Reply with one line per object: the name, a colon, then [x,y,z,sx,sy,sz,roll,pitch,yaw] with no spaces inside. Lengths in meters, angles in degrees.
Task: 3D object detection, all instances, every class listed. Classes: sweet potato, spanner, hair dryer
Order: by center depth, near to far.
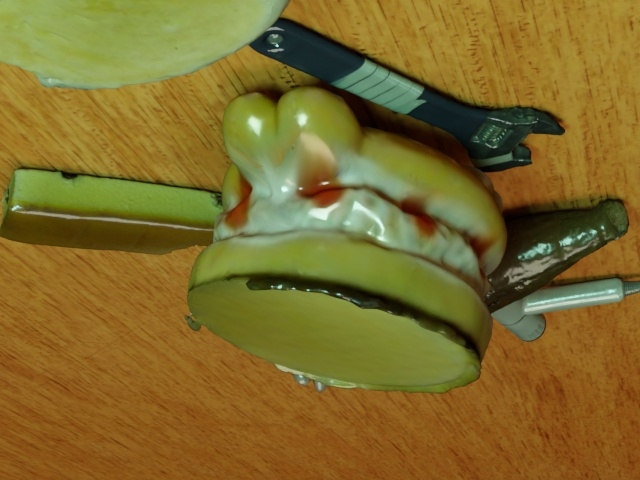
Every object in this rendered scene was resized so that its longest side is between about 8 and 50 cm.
spanner: [0.073,-0.117,1.161,0.316,0.024,0.087,20,149,-38]
sweet potato: [0.174,0.023,1.448,0.286,0.085,0.112,-34,176,37]
hair dryer: [0.268,0.053,1.571,0.183,0.044,0.155,-16,155,23]

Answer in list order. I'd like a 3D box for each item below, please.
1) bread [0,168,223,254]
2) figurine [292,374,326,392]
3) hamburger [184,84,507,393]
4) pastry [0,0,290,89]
bread: [-0.181,-0.022,1.356,0.226,0.049,0.088,7,157,-19]
figurine: [-0.005,0.088,1.534,0.125,0.125,0.138,19,139,-39]
hamburger: [0.015,-0.001,1.222,0.261,0.186,0.303,-6,155,41]
pastry: [-0.132,-0.190,0.822,0.265,0.133,0.265,1,158,0]
